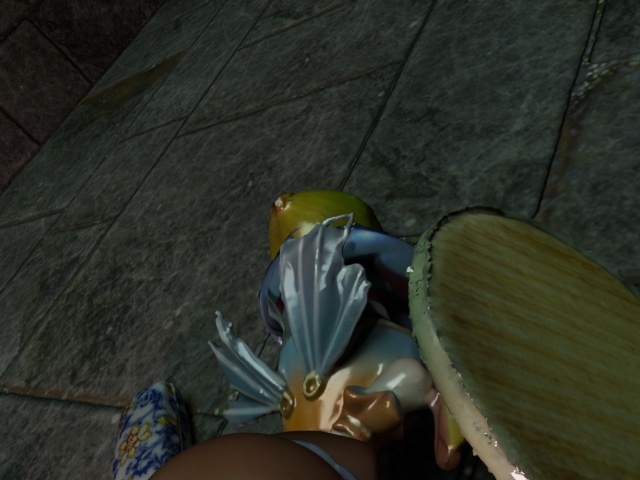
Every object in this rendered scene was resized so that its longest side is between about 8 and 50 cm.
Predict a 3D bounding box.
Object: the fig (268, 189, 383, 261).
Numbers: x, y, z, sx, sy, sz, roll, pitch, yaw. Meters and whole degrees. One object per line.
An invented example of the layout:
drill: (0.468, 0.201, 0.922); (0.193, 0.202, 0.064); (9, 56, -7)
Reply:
fig: (0.006, 0.008, 0.811); (0.153, 0.121, 0.136); (18, 57, 29)

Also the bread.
bread: (0.162, 0.083, 0.433); (0.040, 0.267, 0.267); (-53, 21, 36)

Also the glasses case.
glasses case: (-0.185, 0.256, 0.759); (0.087, 0.065, 0.248); (-36, 33, 7)

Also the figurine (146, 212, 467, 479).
figurine: (-0.016, 0.150, 0.480); (0.276, 0.248, 0.388); (-43, 19, 35)
